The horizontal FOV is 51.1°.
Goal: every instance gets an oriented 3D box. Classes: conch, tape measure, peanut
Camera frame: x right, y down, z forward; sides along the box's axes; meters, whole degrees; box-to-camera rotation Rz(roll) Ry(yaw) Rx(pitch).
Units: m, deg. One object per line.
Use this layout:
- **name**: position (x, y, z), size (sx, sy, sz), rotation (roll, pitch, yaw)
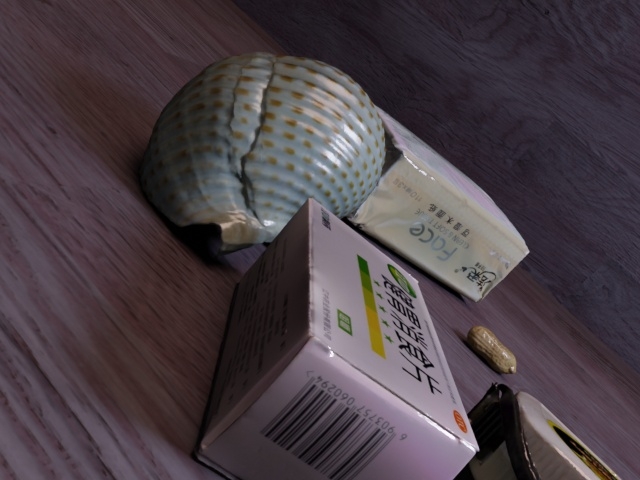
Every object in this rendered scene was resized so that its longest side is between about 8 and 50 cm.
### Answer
- **conch**: position (-0.072, -0.135, 0.871), size (0.303, 0.215, 0.319), rotation (22, 27, 14)
- **tape measure**: position (0.252, 0.281, 0.768), size (0.271, 0.133, 0.231), rotation (47, 10, 27)
- **peanut**: position (0.320, 0.205, 1.244), size (0.113, 0.054, 0.054), rotation (46, 17, 8)

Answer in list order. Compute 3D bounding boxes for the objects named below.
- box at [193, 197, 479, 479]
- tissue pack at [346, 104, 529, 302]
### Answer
- **box**: position (0.011, 0.104, 0.652), size (0.173, 0.145, 0.333), rotation (39, 16, -15)
- **tissue pack**: position (0.226, -0.088, 1.512), size (0.405, 0.205, 0.332), rotation (32, 18, -26)
